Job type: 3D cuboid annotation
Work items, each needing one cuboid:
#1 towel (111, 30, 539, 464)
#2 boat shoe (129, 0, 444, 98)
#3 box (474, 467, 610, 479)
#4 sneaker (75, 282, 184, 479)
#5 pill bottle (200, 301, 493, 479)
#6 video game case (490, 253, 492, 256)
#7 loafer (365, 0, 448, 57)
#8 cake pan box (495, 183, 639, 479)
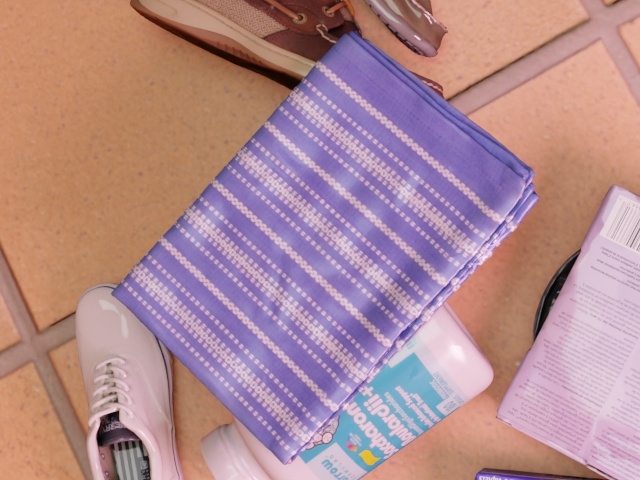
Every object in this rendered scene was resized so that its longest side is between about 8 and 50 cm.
[{"bbox_3d":[0.000,0.000,1.173,0.243,0.040,0.336,42,91,20],"label":"towel"},{"bbox_3d":[-0.021,-0.216,1.305,0.342,0.123,0.123,26,89,19],"label":"boat shoe"},{"bbox_3d":[0.203,0.285,1.217,0.126,0.072,0.137,3,84,12],"label":"box"},{"bbox_3d":[-0.190,0.163,1.302,0.094,0.091,0.258,-19,80,9],"label":"sneaker"},{"bbox_3d":[0.019,0.147,1.234,0.264,0.146,0.146,-37,77,5],"label":"pill bottle"},{"bbox_3d":[0.075,-0.042,1.231,0.157,0.019,0.143,-4,57,3],"label":"video game case"},{"bbox_3d":[0.061,-0.296,1.308,0.087,0.094,0.251,-32,78,10],"label":"loafer"},{"bbox_3d":[0.322,0.108,1.204,0.267,0.070,0.245,26,95,14],"label":"cake pan box"}]
